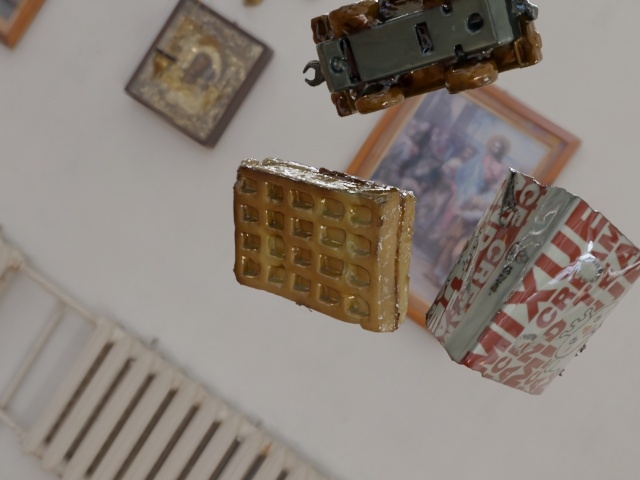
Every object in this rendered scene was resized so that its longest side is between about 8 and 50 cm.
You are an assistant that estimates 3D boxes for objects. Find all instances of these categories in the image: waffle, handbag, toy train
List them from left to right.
[{"bbox_3d":[0.000,0.000,1.348,0.327,0.224,0.098,16,25,42],"label":"waffle"},{"bbox_3d":[0.145,-0.295,1.302,0.369,0.163,0.231,-11,14,31],"label":"toy train"},{"bbox_3d":[0.187,0.047,0.790,0.151,0.171,0.298,36,8,13],"label":"handbag"}]
